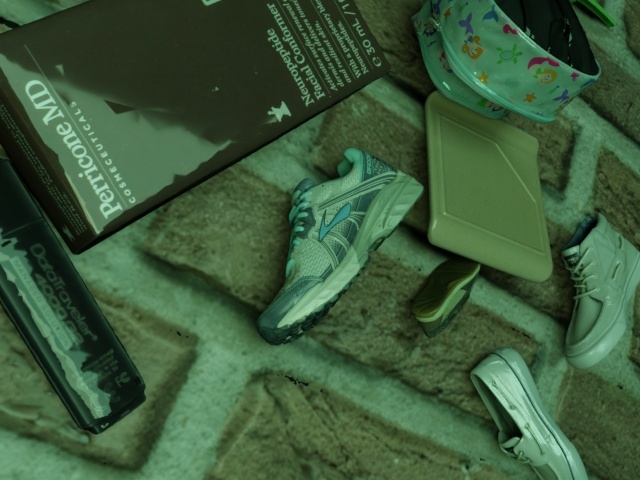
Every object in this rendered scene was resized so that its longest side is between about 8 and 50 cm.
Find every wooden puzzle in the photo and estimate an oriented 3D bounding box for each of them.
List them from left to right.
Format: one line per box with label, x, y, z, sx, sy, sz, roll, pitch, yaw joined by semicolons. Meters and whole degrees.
wooden puzzle;0.234;-0.074;0.945;0.220;0.044;0.239;19;61;-26

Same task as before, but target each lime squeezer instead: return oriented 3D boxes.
lime squeezer;0.424;-0.414;1.152;0.310;0.058;0.110;-19;88;-34

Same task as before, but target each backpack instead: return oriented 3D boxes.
backpack;0.253;-0.278;0.910;0.225;0.191;0.254;16;43;-31

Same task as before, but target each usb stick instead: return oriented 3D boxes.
usb stick;-0.260;0.050;0.624;0.077;0.045;0.278;-34;96;-40

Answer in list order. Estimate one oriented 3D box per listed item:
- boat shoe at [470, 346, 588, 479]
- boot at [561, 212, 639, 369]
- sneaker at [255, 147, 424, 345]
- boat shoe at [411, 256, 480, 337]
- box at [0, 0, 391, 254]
boat shoe;0.268;0.258;0.881;0.075;0.083;0.226;-24;79;-22
boot;0.400;0.067;1.004;0.123;0.095;0.258;47;50;-6
sneaker;0.000;0.000;0.778;0.122;0.110;0.283;39;57;3
boat shoe;0.168;0.072;0.878;0.152;0.056;0.049;-37;124;-41
box;-0.129;-0.167;0.688;0.381;0.143;0.191;-35;100;-27
